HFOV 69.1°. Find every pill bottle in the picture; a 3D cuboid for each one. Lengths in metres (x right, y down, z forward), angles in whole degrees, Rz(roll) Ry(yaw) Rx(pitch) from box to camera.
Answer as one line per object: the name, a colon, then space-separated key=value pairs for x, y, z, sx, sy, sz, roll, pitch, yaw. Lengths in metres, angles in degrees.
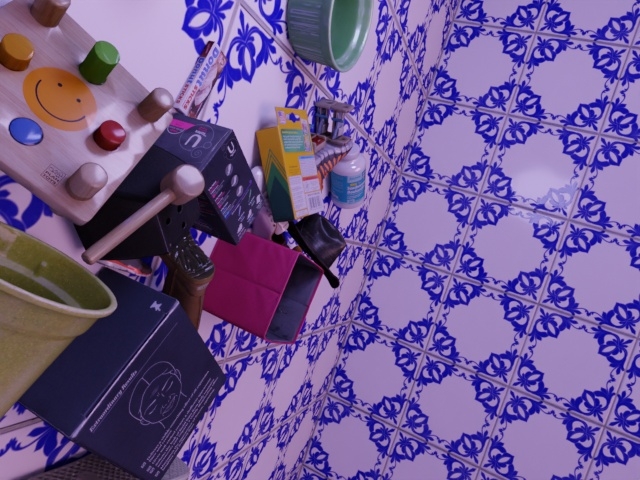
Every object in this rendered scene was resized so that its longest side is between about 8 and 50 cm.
pill bottle: x=0.113 y=-0.268 z=1.908 sx=0.146 sy=0.146 sz=0.264 roll=-54 pitch=154 yaw=-37

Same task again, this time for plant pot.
plant pot: x=-0.487 y=0.131 z=0.660 sx=0.254 sy=0.276 sz=0.276 roll=-57 pitch=158 yaw=-3
plant pot: x=-0.339 y=-0.072 z=0.882 sx=0.188 sy=0.166 sz=0.188 roll=-65 pitch=162 yaw=-46

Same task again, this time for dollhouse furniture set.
dollhouse furniture set: x=0.019 y=-0.388 z=1.593 sx=0.184 sy=0.128 sz=0.130 roll=-45 pitch=148 yaw=-48

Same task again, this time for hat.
hat: x=0.000 y=0.000 z=1.586 sx=0.134 sy=0.331 sz=0.331 roll=-37 pitch=151 yaw=-8

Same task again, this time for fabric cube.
fabric cube: x=-0.179 y=0.137 z=1.385 sx=0.259 sy=0.258 sz=0.254 roll=-68 pitch=160 yaw=-8

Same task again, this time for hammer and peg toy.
hammer and peg toy: x=-0.327 y=-0.150 z=0.661 sx=0.361 sy=0.127 sz=0.266 roll=45 pitch=46 yaw=-26

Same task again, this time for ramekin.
ramekin: x=0.029 y=-0.660 z=1.354 sx=0.303 sy=0.148 sz=0.304 roll=-51 pitch=152 yaw=-41

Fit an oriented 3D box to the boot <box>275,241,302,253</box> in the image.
boot: x=-0.124 y=0.070 z=1.691 sx=0.211 sy=0.104 sz=0.295 roll=-55 pitch=164 yaw=-48

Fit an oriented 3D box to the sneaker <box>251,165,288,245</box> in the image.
sneaker: x=-0.151 y=-0.098 z=1.439 sx=0.106 sy=0.123 sz=0.290 roll=-51 pitch=150 yaw=-38

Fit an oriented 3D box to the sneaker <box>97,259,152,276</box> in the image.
sneaker: x=-0.411 y=0.036 z=1.000 sx=0.158 sy=0.061 sz=0.065 roll=43 pitch=61 yaw=-68

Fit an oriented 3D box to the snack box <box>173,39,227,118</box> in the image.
snack box: x=-0.270 y=-0.358 z=1.052 sx=0.178 sy=0.022 sz=0.064 roll=-66 pitch=157 yaw=-11

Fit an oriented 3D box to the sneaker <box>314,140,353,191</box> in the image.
sneaker: x=-0.003 y=-0.265 z=1.694 sx=0.321 sy=0.124 sz=0.180 roll=-34 pitch=144 yaw=-41

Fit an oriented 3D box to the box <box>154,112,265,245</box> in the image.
box: x=-0.259 y=-0.135 z=1.073 sx=0.143 sy=0.165 sz=0.270 roll=-60 pitch=157 yaw=-24

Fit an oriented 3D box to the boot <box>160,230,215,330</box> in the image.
boot: x=-0.351 y=0.083 z=1.095 sx=0.089 sy=0.236 sz=0.270 roll=-23 pitch=156 yaw=-37

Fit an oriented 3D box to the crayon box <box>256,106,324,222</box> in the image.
crayon box: x=-0.091 y=-0.230 z=1.414 sx=0.203 sy=0.083 sz=0.323 roll=-24 pitch=106 yaw=-62

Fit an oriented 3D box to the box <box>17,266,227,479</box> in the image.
box: x=-0.413 y=0.308 z=1.017 sx=0.294 sy=0.211 sz=0.396 roll=-56 pitch=156 yaw=-32

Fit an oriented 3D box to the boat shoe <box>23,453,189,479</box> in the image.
boat shoe: x=-0.512 y=0.606 z=1.090 sx=0.156 sy=0.186 sz=0.500 roll=-66 pitch=154 yaw=2
